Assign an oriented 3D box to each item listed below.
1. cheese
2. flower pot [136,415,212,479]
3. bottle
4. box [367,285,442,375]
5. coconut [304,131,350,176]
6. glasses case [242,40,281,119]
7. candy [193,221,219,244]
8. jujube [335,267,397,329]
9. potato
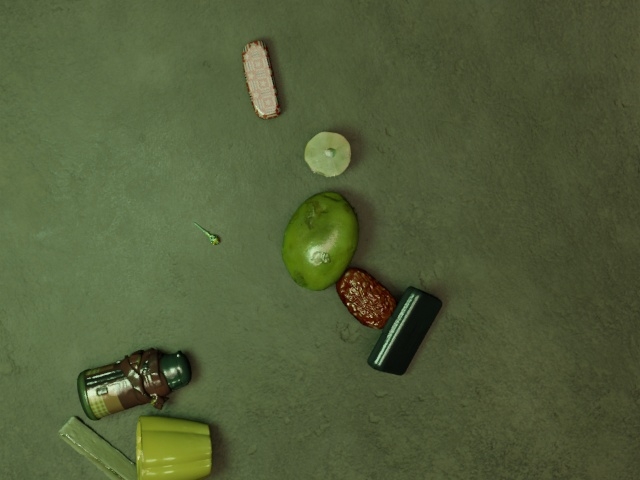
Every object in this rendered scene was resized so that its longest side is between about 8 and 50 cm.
[{"bbox_3d":[-0.501,0.598,1.925,0.400,0.085,0.034,40,109,-7],"label":"cheese"},{"bbox_3d":[-0.370,0.535,1.889,0.179,0.195,0.195,2,95,-17],"label":"flower pot"},{"bbox_3d":[-0.458,0.359,1.880,0.271,0.143,0.156,-16,96,-4],"label":"bottle"},{"bbox_3d":[0.218,0.234,1.919,0.050,0.160,0.230,31,93,34],"label":"box"},{"bbox_3d":[0.018,-0.215,1.874,0.116,0.122,0.116,0,94,-4],"label":"coconut"},{"bbox_3d":[-0.150,-0.400,1.884,0.073,0.049,0.194,-12,95,-2],"label":"glasses case"},{"bbox_3d":[-0.293,-0.019,1.923,0.083,0.025,0.023,39,124,6],"label":"candy"},{"bbox_3d":[0.115,0.147,1.919,0.176,0.112,0.109,43,103,-4],"label":"jujube"},{"bbox_3d":[0.000,0.000,1.877,0.186,0.148,0.253,10,86,-3],"label":"potato"}]
